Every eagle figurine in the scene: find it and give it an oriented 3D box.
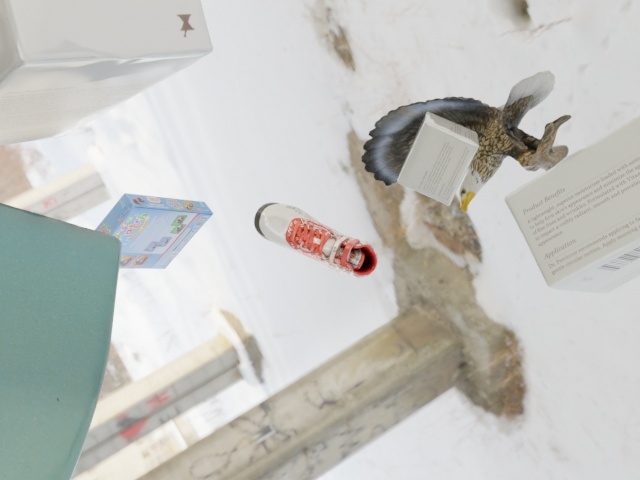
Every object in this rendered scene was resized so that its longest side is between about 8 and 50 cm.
[{"bbox_3d":[0.247,-0.155,1.339,0.298,0.225,0.226,17,142,40],"label":"eagle figurine"}]

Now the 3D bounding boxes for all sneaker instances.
[{"bbox_3d":[0.001,-0.001,1.672,0.270,0.090,0.145,29,171,-36],"label":"sneaker"}]

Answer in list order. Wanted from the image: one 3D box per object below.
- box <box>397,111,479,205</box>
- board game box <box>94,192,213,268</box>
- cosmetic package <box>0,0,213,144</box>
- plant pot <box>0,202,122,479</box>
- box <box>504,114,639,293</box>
[{"bbox_3d":[0.175,-0.124,1.201,0.087,0.101,0.102,24,-160,1],"label":"box"},{"bbox_3d":[-0.315,-0.012,1.461,0.039,0.160,0.212,52,-157,21],"label":"board game box"},{"bbox_3d":[-0.359,-0.238,1.008,0.453,0.230,0.161,-10,94,50],"label":"cosmetic package"},{"bbox_3d":[-0.248,0.109,0.576,0.165,0.166,0.234,-54,33,30],"label":"plant pot"},{"bbox_3d":[0.336,-0.034,0.893,0.181,0.182,0.119,-34,65,32],"label":"box"}]
